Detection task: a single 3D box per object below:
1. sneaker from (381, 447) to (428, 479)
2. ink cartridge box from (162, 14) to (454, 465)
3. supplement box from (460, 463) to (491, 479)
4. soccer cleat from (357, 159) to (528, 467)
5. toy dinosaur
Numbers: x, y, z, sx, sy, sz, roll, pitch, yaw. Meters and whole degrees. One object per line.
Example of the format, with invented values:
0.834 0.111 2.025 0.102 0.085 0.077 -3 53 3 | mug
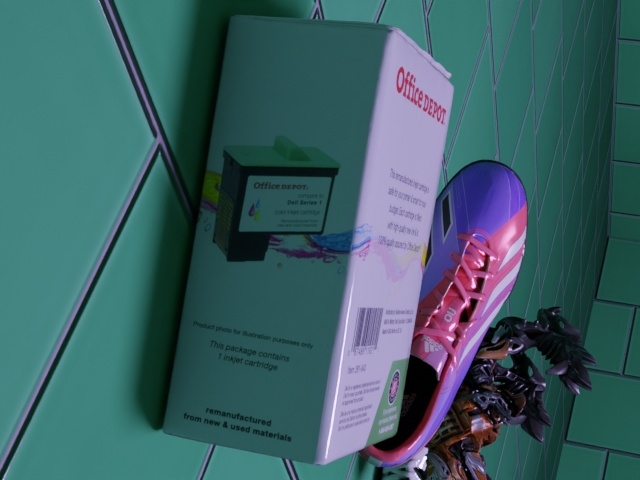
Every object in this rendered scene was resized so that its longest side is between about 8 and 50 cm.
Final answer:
0.097 0.286 1.401 0.095 0.090 0.235 50 46 -51 | sneaker
0.000 0.000 0.865 0.201 0.117 0.278 10 89 -73 | ink cartridge box
0.168 0.355 1.649 0.239 0.073 0.130 53 49 -65 | supplement box
0.118 0.072 1.193 0.116 0.108 0.318 -11 125 -87 | soccer cleat
0.169 0.137 1.373 0.164 0.218 0.322 141 -47 -70 | toy dinosaur
